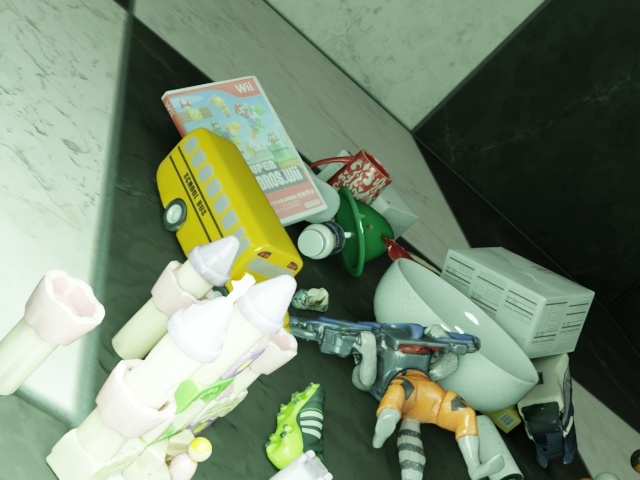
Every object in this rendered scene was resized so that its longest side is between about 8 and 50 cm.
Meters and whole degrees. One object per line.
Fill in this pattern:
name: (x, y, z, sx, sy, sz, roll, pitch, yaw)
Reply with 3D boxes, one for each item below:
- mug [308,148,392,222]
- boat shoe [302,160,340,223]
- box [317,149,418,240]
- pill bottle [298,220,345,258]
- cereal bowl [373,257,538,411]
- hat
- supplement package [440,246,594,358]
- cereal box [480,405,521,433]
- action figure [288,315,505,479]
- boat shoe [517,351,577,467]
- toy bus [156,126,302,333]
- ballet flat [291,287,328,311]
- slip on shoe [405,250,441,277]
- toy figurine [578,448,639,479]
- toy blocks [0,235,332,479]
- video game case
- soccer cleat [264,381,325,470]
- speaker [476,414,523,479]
mug: (0.049, -0.109, 2.003, 0.150, 0.169, 0.113, 34, 21, -36)
boat shoe: (-0.110, -0.140, 1.829, 0.335, 0.121, 0.119, 38, 0, -33)
box: (0.098, -0.088, 2.162, 0.181, 0.119, 0.182, 54, 18, 23)
pill bottle: (0.000, 0.000, 1.806, 0.067, 0.067, 0.120, 49, 17, 8)
cereal bowl: (0.223, 0.190, 1.745, 0.339, 0.141, 0.339, 38, 12, -10)
hat: (0.138, -0.020, 1.895, 0.183, 0.209, 0.173, -9, 38, -13)
supplement package: (0.415, 0.130, 2.082, 0.204, 0.145, 0.262, -1, 23, -45)
cereal box: (0.318, 0.270, 1.986, 0.173, 0.047, 0.240, 39, 17, -19)
action figure: (0.090, 0.223, 1.455, 0.341, 0.179, 0.330, 10, 21, -14)
boat shoe: (0.480, 0.346, 2.044, 0.340, 0.127, 0.158, -47, 123, -66)
toy bus: (-0.129, -0.006, 1.392, 0.108, 0.130, 0.333, 27, 25, -48)
ballet flat: (-0.008, 0.098, 1.609, 0.041, 0.041, 0.114, 52, 17, 21)
slip on shoe: (0.242, 0.073, 2.266, 0.135, 0.051, 0.041, 33, 22, -16)
toy figurine: (0.623, 0.499, 1.908, 0.209, 0.213, 0.148, 16, 46, -51)
toy blocks: (-0.095, 0.130, 0.931, 0.309, 0.260, 0.288, 50, 16, 13)
video game case: (-0.128, -0.149, 1.666, 0.204, 0.025, 0.285, -20, 77, -41)
soccer cleat: (-0.022, 0.243, 1.216, 0.072, 0.060, 0.179, 54, 22, -9)
speaker: (0.304, 0.375, 1.692, 0.055, 0.055, 0.136, 32, 21, -39)
